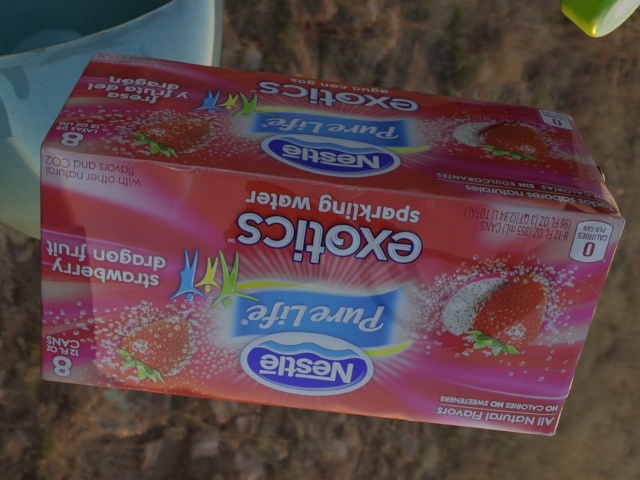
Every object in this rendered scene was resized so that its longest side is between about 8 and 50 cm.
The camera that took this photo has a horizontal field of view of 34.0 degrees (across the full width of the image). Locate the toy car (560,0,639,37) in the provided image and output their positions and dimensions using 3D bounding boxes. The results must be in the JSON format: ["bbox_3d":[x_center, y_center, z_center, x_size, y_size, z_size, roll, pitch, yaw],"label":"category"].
[{"bbox_3d":[0.172,-0.207,0.664,0.149,0.155,0.188,-47,161,12],"label":"toy car"}]

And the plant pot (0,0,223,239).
[{"bbox_3d":[-0.208,-0.115,0.854,0.290,0.290,0.195,-49,139,-45],"label":"plant pot"}]

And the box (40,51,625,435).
[{"bbox_3d":[0.000,0.000,0.519,0.122,0.257,0.128,-89,-173,-60],"label":"box"}]
